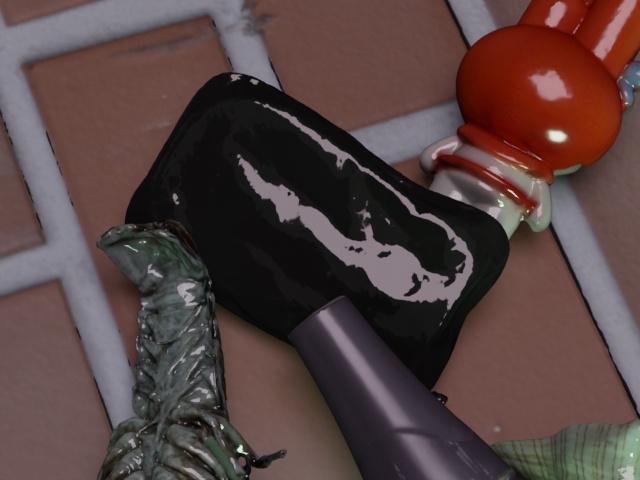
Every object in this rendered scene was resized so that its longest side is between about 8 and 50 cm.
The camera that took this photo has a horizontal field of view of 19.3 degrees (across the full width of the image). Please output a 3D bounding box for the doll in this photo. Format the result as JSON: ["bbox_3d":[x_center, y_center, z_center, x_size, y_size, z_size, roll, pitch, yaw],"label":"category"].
[{"bbox_3d":[0.201,-0.129,1.720,0.161,0.130,0.290,29,82,19],"label":"doll"}]

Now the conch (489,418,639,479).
[{"bbox_3d":[0.260,0.214,1.576,0.234,0.137,0.114,15,49,-5],"label":"conch"}]

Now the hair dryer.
[{"bbox_3d":[0.030,0.201,1.465,0.121,0.361,0.301,-40,81,25],"label":"hair dryer"}]

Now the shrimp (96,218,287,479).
[{"bbox_3d":[-0.124,0.180,1.552,0.221,0.166,0.410,-15,53,25],"label":"shrimp"}]

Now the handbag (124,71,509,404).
[{"bbox_3d":[0.003,0.001,1.666,0.332,0.075,0.191,31,88,7],"label":"handbag"}]
